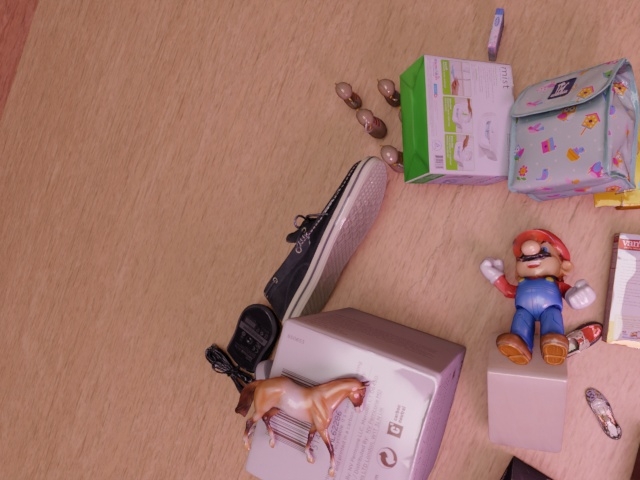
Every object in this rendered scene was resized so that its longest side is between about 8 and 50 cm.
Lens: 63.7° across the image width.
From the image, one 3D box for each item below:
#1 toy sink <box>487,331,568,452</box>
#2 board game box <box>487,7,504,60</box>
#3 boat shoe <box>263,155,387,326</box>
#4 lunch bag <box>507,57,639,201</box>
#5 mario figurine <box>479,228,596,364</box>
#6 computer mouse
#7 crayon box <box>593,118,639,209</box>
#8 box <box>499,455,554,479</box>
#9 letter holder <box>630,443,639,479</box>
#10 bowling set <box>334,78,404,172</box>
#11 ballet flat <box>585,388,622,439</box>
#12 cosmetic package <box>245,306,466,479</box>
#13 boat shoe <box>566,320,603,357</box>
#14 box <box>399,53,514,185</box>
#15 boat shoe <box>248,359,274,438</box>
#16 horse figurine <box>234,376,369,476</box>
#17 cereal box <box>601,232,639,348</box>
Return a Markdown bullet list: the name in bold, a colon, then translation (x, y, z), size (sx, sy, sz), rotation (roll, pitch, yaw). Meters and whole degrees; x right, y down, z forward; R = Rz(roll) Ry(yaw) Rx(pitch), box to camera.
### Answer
- **toy sink**: translation (0.448, 0.326, 1.123), size (0.152, 0.131, 0.234), rotation (1, 124, 23)
- **board game box**: translation (0.416, -0.486, 1.222), size (0.020, 0.090, 0.090), rotation (12, 91, 20)
- **boat shoe**: translation (0.000, 0.000, 1.295), size (0.156, 0.186, 0.500), rotation (39, 113, 24)
- **lunch bag**: translation (0.518, -0.230, 1.066), size (0.223, 0.160, 0.263), rotation (-5, 77, 54)
- **mario figurine**: translation (0.443, 0.088, 1.081), size (0.197, 0.170, 0.321), rotation (16, 50, 7)
- **computer mouse**: translation (-0.195, 0.281, 1.436), size (0.188, 0.072, 0.272), rotation (40, 113, 17)
- **crayon box**: translation (0.741, -0.172, 1.082), size (0.318, 0.081, 0.203), rotation (-2, 86, 21)
- **box**: translation (0.418, 0.644, 1.117), size (0.143, 0.165, 0.271), rotation (28, 98, 21)
- **letter holder**: translation (0.690, 0.560, 0.989), size (0.151, 0.214, 0.302), rotation (14, 92, 21)
- **bowling set**: translation (0.178, -0.330, 1.273), size (0.200, 0.154, 0.287), rotation (-41, 74, 15)
- **ballet flat**: translation (0.619, 0.379, 1.121), size (0.041, 0.041, 0.114), rotation (-29, 77, 17)
- **cosmetic package**: translation (0.100, 0.357, 1.135), size (0.327, 0.393, 0.330), rotation (16, 93, 22)
- **boat shoe**: translation (0.568, 0.226, 1.148), size (0.137, 0.043, 0.049), rotation (-35, 74, 15)
- **box**: translation (0.314, -0.266, 1.173), size (0.230, 0.126, 0.262), rotation (-1, 86, -19)
- **boat shoe**: translation (-0.119, 0.507, 1.366), size (0.156, 0.136, 0.367), rotation (-26, 88, 21)
- **horse figurine**: translation (-0.051, 0.318, 0.953), size (0.263, 0.066, 0.175), rotation (10, 96, 20)
- **cereal box**: translation (0.705, 0.111, 1.090), size (0.172, 0.047, 0.240), rotation (8, 89, 14)
